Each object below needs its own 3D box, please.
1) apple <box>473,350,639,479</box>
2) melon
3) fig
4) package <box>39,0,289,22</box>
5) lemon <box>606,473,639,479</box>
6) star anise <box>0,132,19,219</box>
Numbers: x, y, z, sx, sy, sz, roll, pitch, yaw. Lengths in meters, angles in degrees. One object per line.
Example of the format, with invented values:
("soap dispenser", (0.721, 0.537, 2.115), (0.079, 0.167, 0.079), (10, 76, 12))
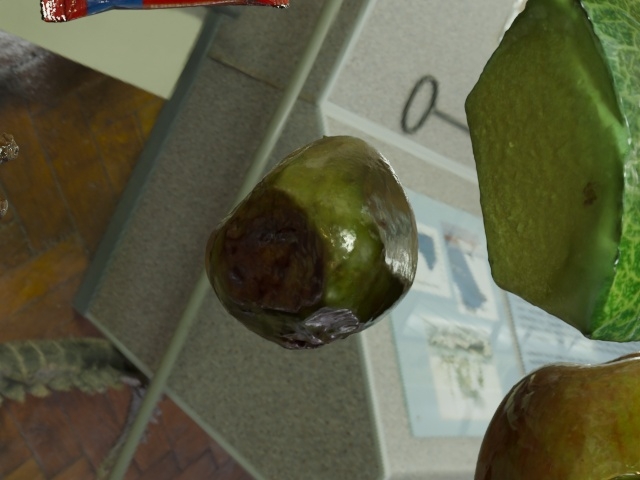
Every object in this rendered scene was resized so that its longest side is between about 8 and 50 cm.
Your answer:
("apple", (0.258, 0.199, 0.743), (0.264, 0.264, 0.264), (-28, 135, -33))
("melon", (0.219, -0.027, 0.574), (0.323, 0.124, 0.196), (11, 76, -47))
("fig", (0.000, 0.000, 0.643), (0.154, 0.144, 0.165), (81, 31, -49))
("package", (-0.126, -0.221, 0.725), (0.201, 0.022, 0.083), (-8, 82, -16))
("lemon", (0.144, 0.287, 0.364), (0.350, 0.350, 0.387), (-24, 108, -36))
("star anise", (-0.407, -0.084, 0.993), (0.111, 0.212, 0.196), (-26, 162, 9))
